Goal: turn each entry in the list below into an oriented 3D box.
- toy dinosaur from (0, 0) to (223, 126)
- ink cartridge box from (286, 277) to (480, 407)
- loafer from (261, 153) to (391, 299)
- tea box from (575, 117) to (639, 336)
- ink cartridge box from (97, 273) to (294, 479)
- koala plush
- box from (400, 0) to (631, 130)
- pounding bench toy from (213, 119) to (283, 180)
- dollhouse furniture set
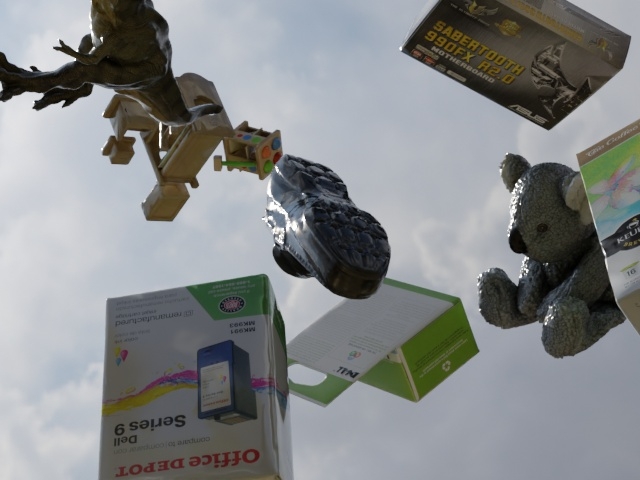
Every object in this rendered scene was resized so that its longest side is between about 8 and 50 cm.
[{"bbox_3d":[-0.144,-0.116,0.776,0.118,0.064,0.268,-14,-18,2],"label":"toy dinosaur"},{"bbox_3d":[0.059,0.166,1.625,0.255,0.189,0.097,-36,-62,-27],"label":"ink cartridge box"},{"bbox_3d":[0.000,0.000,0.959,0.076,0.223,0.078,15,-72,-21],"label":"loafer"},{"bbox_3d":[0.459,0.042,1.247,0.220,0.323,0.329,-32,-66,19],"label":"tea box"},{"bbox_3d":[-0.108,0.146,1.037,0.154,0.212,0.093,-8,-39,4],"label":"ink cartridge box"},{"bbox_3d":[0.303,-0.005,1.497,0.203,0.196,0.221,-29,-66,-20],"label":"koala plush"},{"bbox_3d":[0.239,-0.245,1.473,0.231,0.056,0.183,27,-25,-9],"label":"box"},{"bbox_3d":[-0.094,-0.110,1.553,0.065,0.083,0.052,18,-47,28],"label":"pounding bench toy"},{"bbox_3d":[-0.231,-0.121,1.500,0.161,0.101,0.182,2,-38,-39],"label":"dollhouse furniture set"}]
